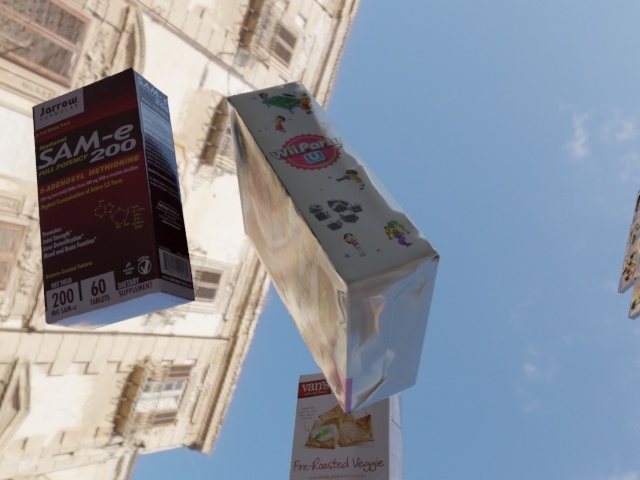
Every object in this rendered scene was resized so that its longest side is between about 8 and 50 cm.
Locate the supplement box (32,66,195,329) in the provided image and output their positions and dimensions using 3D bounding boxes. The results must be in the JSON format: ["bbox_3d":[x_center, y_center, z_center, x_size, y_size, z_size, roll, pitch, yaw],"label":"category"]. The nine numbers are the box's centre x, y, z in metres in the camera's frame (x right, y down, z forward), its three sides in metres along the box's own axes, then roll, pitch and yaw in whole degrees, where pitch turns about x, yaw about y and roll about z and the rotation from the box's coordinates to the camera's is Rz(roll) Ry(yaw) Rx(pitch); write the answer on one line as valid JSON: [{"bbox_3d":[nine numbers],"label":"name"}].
[{"bbox_3d":[-0.215,-0.041,0.611,0.130,0.073,0.240,-17,-108,13],"label":"supplement box"}]

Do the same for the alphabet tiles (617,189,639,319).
[{"bbox_3d":[0.436,-0.069,0.692,0.011,0.343,0.285,19,-112,11],"label":"alphabet tiles"}]

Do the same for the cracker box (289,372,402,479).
[{"bbox_3d":[0.039,0.310,0.881,0.155,0.067,0.233,-12,-130,21],"label":"cracker box"}]

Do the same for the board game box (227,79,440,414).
[{"bbox_3d":[0.000,0.000,0.655,0.097,0.224,0.303,-18,-132,-16],"label":"board game box"}]
